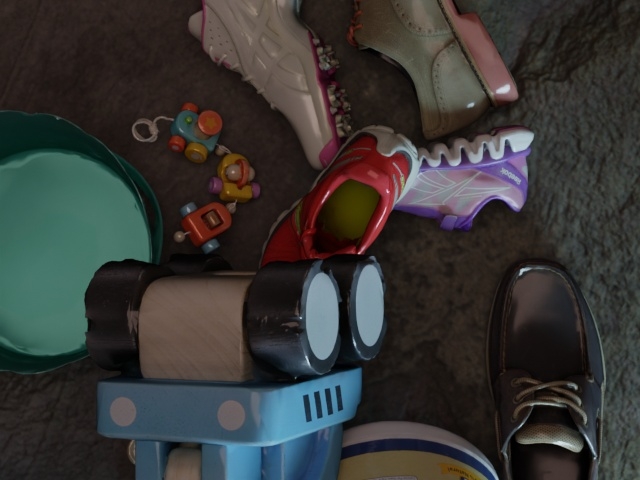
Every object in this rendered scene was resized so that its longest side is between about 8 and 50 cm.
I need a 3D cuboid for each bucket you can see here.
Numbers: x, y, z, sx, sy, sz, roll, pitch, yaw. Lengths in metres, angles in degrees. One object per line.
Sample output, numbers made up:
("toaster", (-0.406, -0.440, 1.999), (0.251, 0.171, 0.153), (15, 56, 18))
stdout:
("bucket", (-0.300, 0.005, 1.772), (0.281, 0.183, 0.281), (0, 87, 0))

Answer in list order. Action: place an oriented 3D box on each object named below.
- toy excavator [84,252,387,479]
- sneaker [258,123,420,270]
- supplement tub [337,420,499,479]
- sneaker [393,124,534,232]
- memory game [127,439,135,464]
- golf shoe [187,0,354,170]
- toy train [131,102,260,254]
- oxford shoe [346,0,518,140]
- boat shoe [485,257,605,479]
("toy excavator", (-0.097, 0.238, 1.547), (0.222, 0.433, 0.445), (-1, 91, 21))
("sneaker", (0.000, 0.000, 1.754), (0.107, 0.118, 0.279), (30, 124, 0))
("supplement tub", (0.076, 0.362, 1.655), (0.228, 0.228, 0.316), (-1, 45, 1))
("sneaker", (0.121, -0.054, 1.820), (0.236, 0.095, 0.105), (-12, 98, 0))
("memory game", (-0.119, 0.227, 1.841), (0.186, 0.012, 0.186), (0, 86, 1))
("golf shoe", (-0.060, -0.206, 1.828), (0.140, 0.115, 0.306), (-21, 80, 9))
("toy train", (-0.126, -0.075, 1.814), (0.125, 0.046, 0.166), (-24, 82, -37))
("oxford shoe", (0.072, -0.270, 1.817), (0.130, 0.123, 0.348), (-33, 86, 4))
("boat shoe", (0.247, 0.193, 1.778), (0.132, 0.130, 0.355), (-4, 87, -1))
